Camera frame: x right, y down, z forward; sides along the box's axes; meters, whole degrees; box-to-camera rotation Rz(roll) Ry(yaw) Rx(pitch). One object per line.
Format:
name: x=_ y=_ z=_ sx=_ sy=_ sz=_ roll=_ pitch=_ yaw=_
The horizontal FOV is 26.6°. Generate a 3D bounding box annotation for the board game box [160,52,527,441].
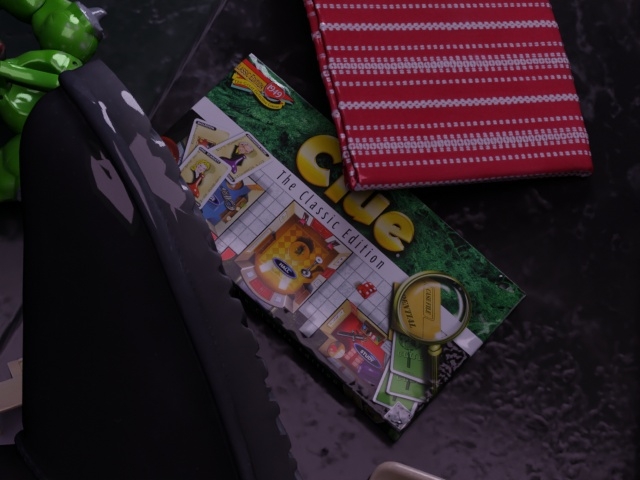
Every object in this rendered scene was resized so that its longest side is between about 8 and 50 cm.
board game box: x=0.000 y=0.000 z=0.927 sx=0.259 sy=0.030 sz=0.136 roll=41 pitch=69 yaw=9

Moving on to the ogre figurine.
ogre figurine: x=-0.215 y=-0.097 z=0.905 sx=0.118 sy=0.097 sz=0.197 roll=11 pitch=58 yaw=11

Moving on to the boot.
boot: x=-0.241 y=0.152 z=0.719 sx=0.445 sy=0.146 sz=0.367 roll=-24 pitch=108 yaw=-12

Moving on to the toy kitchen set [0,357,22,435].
toy kitchen set: x=-0.184 y=0.127 z=0.860 sx=0.068 sy=0.075 sz=0.083 roll=-17 pitch=33 yaw=-15

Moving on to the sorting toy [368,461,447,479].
sorting toy: x=0.082 y=0.255 z=0.812 sx=0.193 sy=0.038 sz=0.208 roll=17 pitch=70 yaw=18

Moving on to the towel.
towel: x=0.078 y=-0.166 z=0.977 sx=0.198 sy=0.031 sz=0.275 roll=-6 pitch=72 yaw=-22
